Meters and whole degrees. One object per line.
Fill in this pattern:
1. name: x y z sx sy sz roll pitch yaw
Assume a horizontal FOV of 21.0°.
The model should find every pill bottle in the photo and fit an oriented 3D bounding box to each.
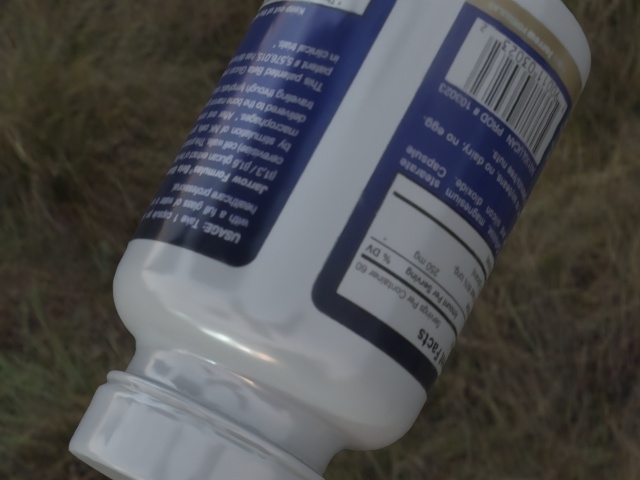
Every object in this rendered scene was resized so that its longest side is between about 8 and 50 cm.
1. pill bottle: 0.000 0.000 0.484 0.094 0.094 0.169 23 76 23
